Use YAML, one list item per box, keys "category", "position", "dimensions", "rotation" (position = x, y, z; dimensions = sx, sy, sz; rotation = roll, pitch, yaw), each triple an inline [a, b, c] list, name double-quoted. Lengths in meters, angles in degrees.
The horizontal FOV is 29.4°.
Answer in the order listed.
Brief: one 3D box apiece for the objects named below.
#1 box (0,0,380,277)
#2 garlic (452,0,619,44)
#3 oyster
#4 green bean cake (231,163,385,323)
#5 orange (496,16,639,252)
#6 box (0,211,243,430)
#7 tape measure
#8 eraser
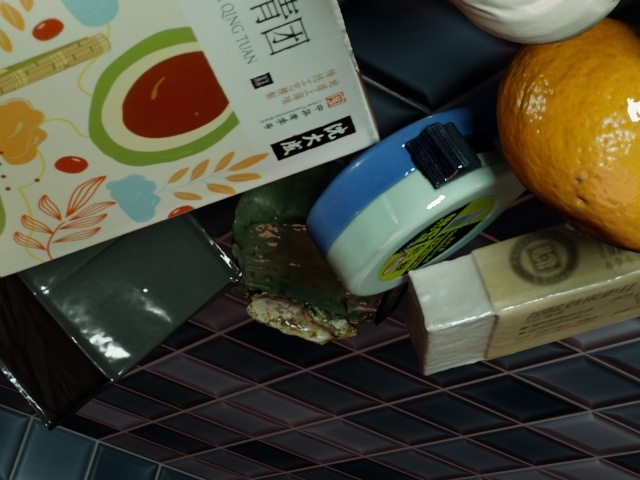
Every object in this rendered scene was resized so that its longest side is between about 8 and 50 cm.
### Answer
- category: "box"
  position: [-0.175, -0.149, 0.984]
  dimensions: [0.385, 0.122, 0.344]
  rotation: [-19, 150, 4]
- category: "garlic"
  position: [0.131, -0.196, 0.793]
  dimensions: [0.178, 0.229, 0.142]
  rotation: [-18, 97, 38]
- category: "oyster"
  position: [-0.024, 0.090, 1.433]
  dimensions: [0.132, 0.029, 0.086]
  rotation: [35, 146, -30]
- category: "green bean cake"
  position: [0.000, 0.000, 1.421]
  dimensions: [0.223, 0.124, 0.227]
  rotation: [14, 151, 0]
- category: "orange"
  position: [0.245, -0.084, 0.996]
  dimensions: [0.224, 0.170, 0.224]
  rotation: [26, -175, -3]
- category: "box"
  position: [-0.295, 0.052, 1.479]
  dimensions: [0.251, 0.204, 0.345]
  rotation: [50, 150, 0]
- category: "tape measure"
  position: [0.065, -0.002, 1.198]
  dimensions: [0.215, 0.098, 0.351]
  rotation: [-19, 157, -41]
- category: "eraser"
  position: [0.256, 0.039, 1.219]
  dimensions: [0.344, 0.078, 0.144]
  rotation: [-15, 155, -6]
